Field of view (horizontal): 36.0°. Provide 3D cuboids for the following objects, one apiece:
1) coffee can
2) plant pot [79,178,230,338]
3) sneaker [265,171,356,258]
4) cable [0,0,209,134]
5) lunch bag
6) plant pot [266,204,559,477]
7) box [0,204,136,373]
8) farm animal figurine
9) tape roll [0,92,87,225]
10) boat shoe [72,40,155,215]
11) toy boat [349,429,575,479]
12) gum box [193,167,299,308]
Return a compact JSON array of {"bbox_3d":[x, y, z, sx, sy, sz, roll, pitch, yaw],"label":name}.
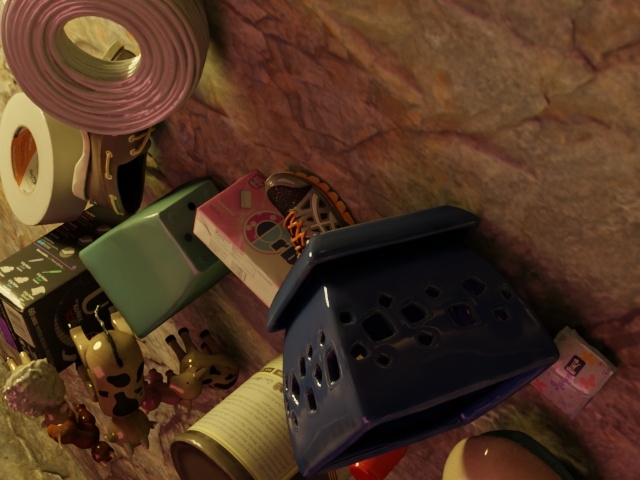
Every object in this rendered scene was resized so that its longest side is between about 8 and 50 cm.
[{"bbox_3d":[-0.041,0.271,1.374,0.201,0.275,0.202,34,145,28],"label":"coffee can"},{"bbox_3d":[-0.217,0.013,1.465,0.165,0.165,0.234,54,146,-3],"label":"plant pot"},{"bbox_3d":[0.000,0.000,1.231,0.215,0.083,0.084,46,151,14],"label":"sneaker"},{"bbox_3d":[-0.267,-0.249,1.207,0.257,0.089,0.257,-24,129,26],"label":"cable"},{"bbox_3d":[0.266,0.138,1.043,0.071,0.053,0.083,42,139,16],"label":"lunch bag"},{"bbox_3d":[0.075,0.102,1.069,0.212,0.236,0.236,68,156,18],"label":"plant pot"},{"bbox_3d":[-0.408,0.076,1.673,0.143,0.270,0.165,28,142,36],"label":"box"},{"bbox_3d":[-0.301,0.243,1.601,0.172,0.330,0.327,52,169,37],"label":"farm animal figurine"},{"bbox_3d":[-0.459,-0.135,1.638,0.219,0.072,0.219,9,101,49],"label":"tape roll"},{"bbox_3d":[-0.293,-0.154,1.445,0.096,0.117,0.324,29,140,3],"label":"boat shoe"},{"bbox_3d":[0.196,0.294,1.235,0.318,0.148,0.267,22,143,30],"label":"toy boat"},{"bbox_3d":[-0.071,0.001,1.302,0.188,0.107,0.062,43,148,15],"label":"gum box"}]
